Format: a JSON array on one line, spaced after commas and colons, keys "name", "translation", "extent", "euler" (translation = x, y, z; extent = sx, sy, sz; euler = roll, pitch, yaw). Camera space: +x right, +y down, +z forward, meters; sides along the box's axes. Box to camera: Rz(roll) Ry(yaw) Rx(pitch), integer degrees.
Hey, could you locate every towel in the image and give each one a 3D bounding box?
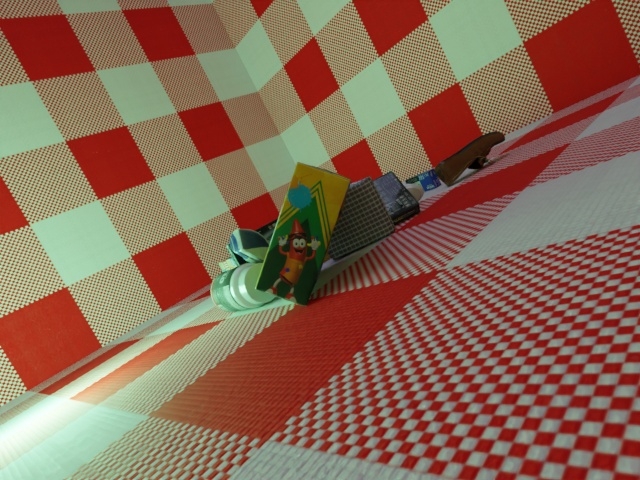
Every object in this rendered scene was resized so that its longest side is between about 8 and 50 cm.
[{"name": "towel", "translation": [0.110, -0.079, 1.654], "extent": [0.283, 0.235, 0.121], "euler": [-27, 11, 13]}]

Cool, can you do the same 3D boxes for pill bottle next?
[{"name": "pill bottle", "translation": [-0.273, 0.169, 1.581], "extent": [0.161, 0.161, 0.283], "euler": [-32, 7, -37]}]

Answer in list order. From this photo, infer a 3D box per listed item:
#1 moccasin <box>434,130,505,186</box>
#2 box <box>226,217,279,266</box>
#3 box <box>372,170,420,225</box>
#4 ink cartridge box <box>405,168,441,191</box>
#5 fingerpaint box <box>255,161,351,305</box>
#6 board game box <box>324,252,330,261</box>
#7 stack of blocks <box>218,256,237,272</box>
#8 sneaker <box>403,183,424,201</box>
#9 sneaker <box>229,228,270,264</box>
[{"name": "moccasin", "translation": [0.727, -0.388, 2.080], "extent": [0.380, 0.147, 0.139], "euler": [-33, -7, -16]}, {"name": "box", "translation": [-0.208, 0.056, 1.863], "extent": [0.307, 0.243, 0.076], "euler": [-29, 1, -20]}, {"name": "box", "translation": [0.272, -0.165, 1.808], "extent": [0.183, 0.059, 0.233], "euler": [-27, 50, -4]}, {"name": "ink cartridge box", "translation": [0.544, -0.308, 2.336], "extent": [0.046, 0.097, 0.207], "euler": [-30, 6, -24]}, {"name": "fingerpaint box", "translation": [-0.033, -0.043, 1.383], "extent": [0.445, 0.163, 0.371], "euler": [-66, -4, -82]}, {"name": "board game box", "translation": [-0.017, 0.083, 1.811], "extent": [0.259, 0.039, 0.124], "euler": [-33, 7, -24]}, {"name": "stack of blocks", "translation": [-0.390, 0.149, 2.275], "extent": [0.087, 0.171, 0.297], "euler": [-32, 8, -41]}, {"name": "sneaker", "translation": [0.341, -0.155, 2.032], "extent": [0.305, 0.114, 0.152], "euler": [-26, 25, 18]}, {"name": "sneaker", "translation": [-0.235, 0.082, 1.691], "extent": [0.182, 0.128, 0.315], "euler": [-36, -39, 28]}]
